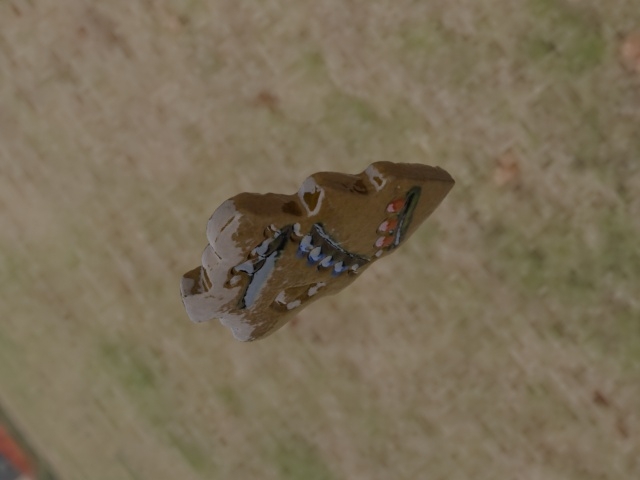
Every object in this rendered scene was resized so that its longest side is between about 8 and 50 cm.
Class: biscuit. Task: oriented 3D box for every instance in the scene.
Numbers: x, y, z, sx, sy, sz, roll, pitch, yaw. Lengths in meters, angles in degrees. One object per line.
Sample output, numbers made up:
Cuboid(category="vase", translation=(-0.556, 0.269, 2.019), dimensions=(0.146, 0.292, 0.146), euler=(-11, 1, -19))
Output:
Cuboid(category="biscuit", translation=(0.001, 0.001, 1.719), dimensions=(0.043, 0.301, 0.278), euler=(61, 174, 26))
